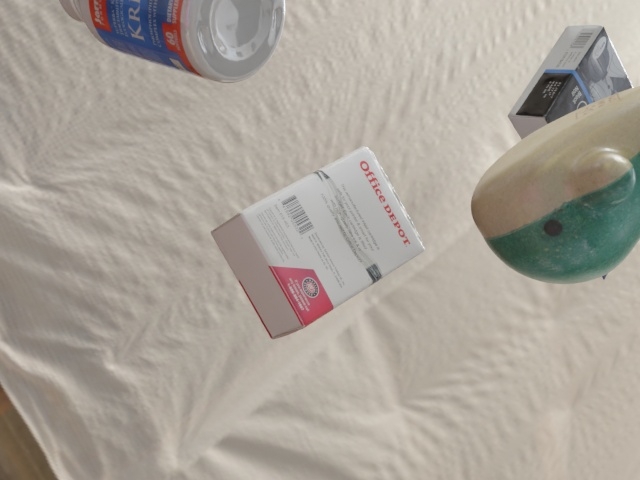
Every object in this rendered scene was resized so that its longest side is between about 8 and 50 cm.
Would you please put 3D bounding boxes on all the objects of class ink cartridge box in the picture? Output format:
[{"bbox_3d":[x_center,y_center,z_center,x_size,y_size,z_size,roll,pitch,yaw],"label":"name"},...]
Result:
[{"bbox_3d":[0.000,0.000,1.436,0.237,0.100,0.172,-30,-88,-34],"label":"ink cartridge box"},{"bbox_3d":[0.373,-0.105,1.384,0.165,0.065,0.332,-56,-51,-21],"label":"ink cartridge box"}]

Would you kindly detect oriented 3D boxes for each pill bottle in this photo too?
[{"bbox_3d":[-0.151,-0.230,1.002,0.124,0.222,0.124,-25,-55,-42],"label":"pill bottle"}]

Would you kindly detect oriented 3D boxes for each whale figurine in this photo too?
[{"bbox_3d":[0.275,-0.058,0.964,0.141,0.272,0.216,58,-163,-6],"label":"whale figurine"}]
